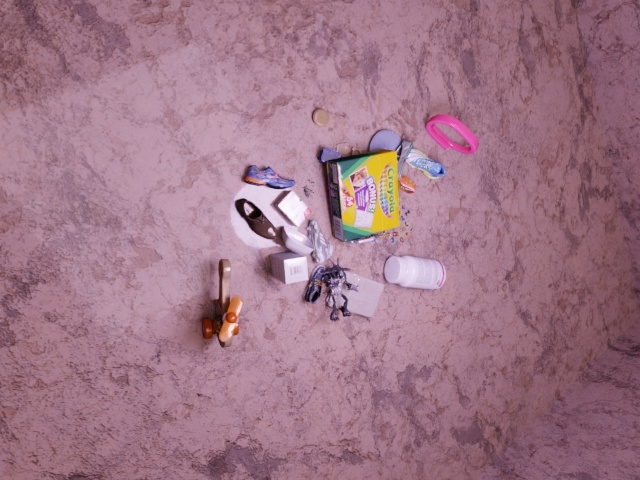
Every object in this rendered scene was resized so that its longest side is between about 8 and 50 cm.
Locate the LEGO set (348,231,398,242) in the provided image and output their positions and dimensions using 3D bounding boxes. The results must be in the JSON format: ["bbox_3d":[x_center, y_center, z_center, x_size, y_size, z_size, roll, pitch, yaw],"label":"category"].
[{"bbox_3d":[0.241,0.000,1.932,0.244,0.182,0.060,-12,95,-24],"label":"LEGO set"}]

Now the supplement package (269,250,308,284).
[{"bbox_3d":[-0.137,0.113,1.767,0.105,0.179,0.105,-10,101,-24],"label":"supplement package"}]

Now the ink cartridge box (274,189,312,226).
[{"bbox_3d":[-0.121,-0.141,1.810,0.099,0.056,0.135,-48,114,-13],"label":"ink cartridge box"}]

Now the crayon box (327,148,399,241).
[{"bbox_3d":[0.202,-0.208,1.882,0.313,0.106,0.363,-16,113,-23],"label":"crayon box"}]

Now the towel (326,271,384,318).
[{"bbox_3d":[0.171,0.263,2.010,0.282,0.049,0.187,21,89,-25],"label":"towel"}]

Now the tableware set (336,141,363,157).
[{"bbox_3d":[0.132,-0.371,1.923,0.141,0.020,0.169,5,95,-26],"label":"tableware set"}]

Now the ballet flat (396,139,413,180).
[{"bbox_3d":[0.383,-0.387,1.983,0.068,0.072,0.213,20,80,11],"label":"ballet flat"}]

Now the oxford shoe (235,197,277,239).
[{"bbox_3d":[-0.259,-0.081,1.731,0.227,0.096,0.083,45,75,-25],"label":"oxford shoe"}]

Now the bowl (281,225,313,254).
[{"bbox_3d":[-0.108,0.006,1.798,0.142,0.142,0.053,27,107,-25],"label":"bowl"}]

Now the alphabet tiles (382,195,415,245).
[{"bbox_3d":[0.380,-0.098,2.085,0.198,0.009,0.237,-48,114,-13],"label":"alphabet tiles"}]

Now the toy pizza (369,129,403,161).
[{"bbox_3d":[0.318,-0.431,1.998,0.201,0.032,0.201,-3,97,-26],"label":"toy pizza"}]

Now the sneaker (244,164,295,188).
[{"bbox_3d":[-0.206,-0.268,1.742,0.221,0.083,0.087,7,88,-28],"label":"sneaker"}]

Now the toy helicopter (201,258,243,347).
[{"bbox_3d":[-0.381,0.252,1.637,0.140,0.235,0.355,-1,97,-25],"label":"toy helicopter"}]

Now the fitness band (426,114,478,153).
[{"bbox_3d":[0.653,-0.520,2.049,0.291,0.209,0.054,32,84,-25],"label":"fitness band"}]

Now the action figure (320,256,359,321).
[{"bbox_3d":[0.092,0.217,1.866,0.164,0.141,0.276,-8,97,-30],"label":"action figure"}]

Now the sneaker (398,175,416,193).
[{"bbox_3d":[0.403,-0.296,2.051,0.175,0.064,0.067,28,62,-30],"label":"sneaker"}]

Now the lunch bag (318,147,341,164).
[{"bbox_3d":[0.043,-0.372,1.854,0.098,0.065,0.067,19,92,-17],"label":"lunch bag"}]

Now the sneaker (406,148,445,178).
[{"bbox_3d":[0.532,-0.388,2.054,0.240,0.126,0.091,25,85,-27],"label":"sneaker"}]

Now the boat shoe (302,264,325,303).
[{"bbox_3d":[-0.014,0.203,1.892,0.065,0.083,0.183,26,85,-26],"label":"boat shoe"}]

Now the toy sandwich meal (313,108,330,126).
[{"bbox_3d":[0.004,-0.544,1.835,0.085,0.029,0.085,-3,98,-21],"label":"toy sandwich meal"}]

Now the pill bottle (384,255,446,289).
[{"bbox_3d":[0.475,0.161,2.080,0.283,0.160,0.160,9,93,-27],"label":"pill bottle"}]

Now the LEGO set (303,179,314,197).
[{"bbox_3d":[-0.052,-0.230,1.855,0.054,0.023,0.083,42,65,-26],"label":"LEGO set"}]

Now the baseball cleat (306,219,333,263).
[{"bbox_3d":[0.000,0.000,1.891,0.109,0.072,0.206,-16,106,-40],"label":"baseball cleat"}]
